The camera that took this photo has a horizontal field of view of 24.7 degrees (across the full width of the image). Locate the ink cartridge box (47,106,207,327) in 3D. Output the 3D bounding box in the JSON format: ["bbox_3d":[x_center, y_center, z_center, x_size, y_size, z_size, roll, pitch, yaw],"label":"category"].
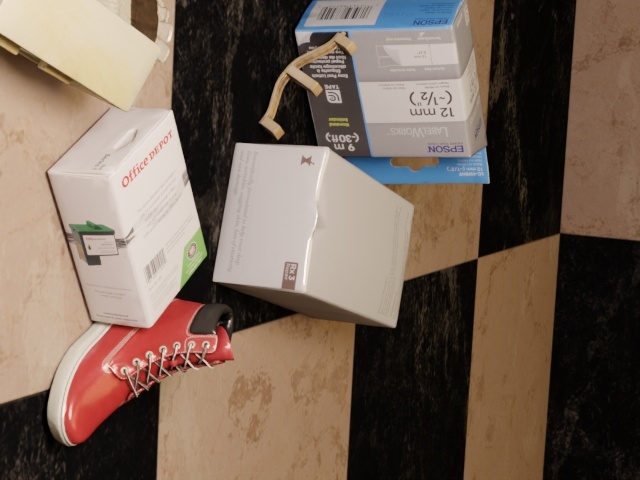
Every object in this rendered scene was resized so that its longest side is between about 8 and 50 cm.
[{"bbox_3d":[-0.228,-0.031,1.760,0.160,0.093,0.219,-55,143,-48],"label":"ink cartridge box"}]

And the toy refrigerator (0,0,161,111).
[{"bbox_3d":[-0.289,-0.227,1.546,0.094,0.102,0.269,-62,154,-2],"label":"toy refrigerator"}]

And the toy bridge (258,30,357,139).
[{"bbox_3d":[-0.025,-0.238,2.160,0.188,0.063,0.026,-50,149,-5],"label":"toy bridge"}]

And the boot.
[{"bbox_3d":[-0.205,0.156,1.754,0.244,0.176,0.088,-59,148,-41],"label":"boot"}]

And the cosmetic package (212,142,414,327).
[{"bbox_3d":[0.000,0.000,2.207,0.385,0.156,0.217,29,69,-63],"label":"cosmetic package"}]

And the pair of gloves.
[{"bbox_3d":[-0.224,-0.349,1.758,0.204,0.042,0.240,23,73,-65],"label":"pair of gloves"}]

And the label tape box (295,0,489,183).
[{"bbox_3d":[0.120,-0.207,2.291,0.115,0.249,0.347,-65,150,-51],"label":"label tape box"}]
